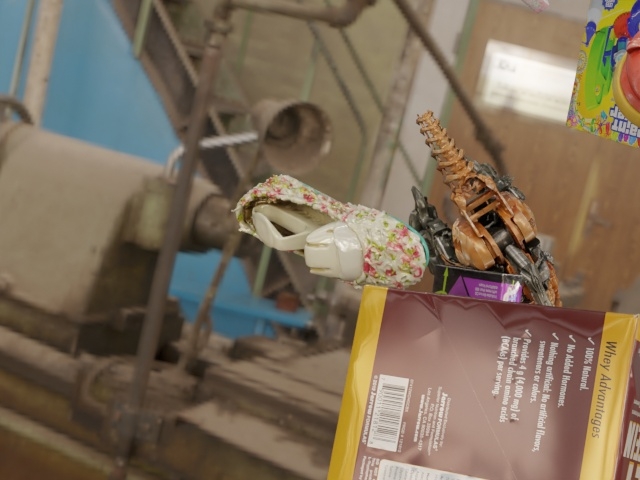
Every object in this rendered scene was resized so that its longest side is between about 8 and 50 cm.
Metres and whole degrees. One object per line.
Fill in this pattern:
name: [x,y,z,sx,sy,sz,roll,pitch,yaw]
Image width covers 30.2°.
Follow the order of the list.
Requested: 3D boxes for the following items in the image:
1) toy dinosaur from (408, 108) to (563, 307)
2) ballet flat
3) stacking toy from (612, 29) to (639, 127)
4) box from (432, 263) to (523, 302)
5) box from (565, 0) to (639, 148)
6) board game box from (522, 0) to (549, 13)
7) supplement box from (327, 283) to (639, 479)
toy dinosaur: [0.207,-0.011,1.403,0.164,0.322,0.218,-12,18,-9]
ballet flat: [0.000,0.000,1.139,0.077,0.091,0.241,-19,25,-33]
stacking toy: [0.489,-0.135,1.289,0.308,0.280,0.130,-10,-15,11]
box: [0.140,0.107,1.130,0.029,0.162,0.116,6,0,-28]
box: [0.553,-0.278,1.822,0.177,0.279,0.290,3,13,-24]
board game box: [0.225,-0.321,1.382,0.090,0.020,0.090,27,42,-38]
supplement box: [0.125,0.142,0.807,0.194,0.191,0.129,5,-11,31]
